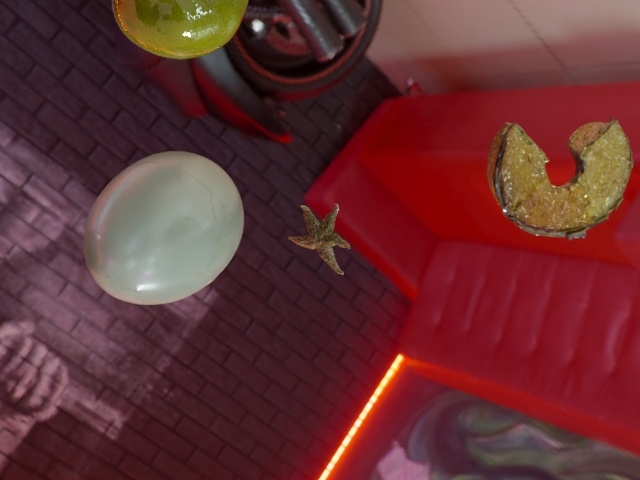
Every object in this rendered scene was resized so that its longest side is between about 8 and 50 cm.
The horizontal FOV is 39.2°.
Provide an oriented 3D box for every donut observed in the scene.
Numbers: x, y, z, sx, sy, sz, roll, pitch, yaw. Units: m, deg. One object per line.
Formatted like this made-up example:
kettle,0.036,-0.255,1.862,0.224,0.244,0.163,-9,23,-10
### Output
donut,0.278,-0.076,1.075,0.181,0.146,0.078,-5,-164,-15

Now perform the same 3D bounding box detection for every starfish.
starfish,0.000,0.000,1.015,0.086,0.016,0.092,-27,88,45

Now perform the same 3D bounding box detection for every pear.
pear,-0.196,-0.347,1.266,0.198,0.198,0.198,32,166,9

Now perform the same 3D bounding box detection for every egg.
egg,-0.165,-0.011,0.949,0.151,0.209,0.151,10,121,16
